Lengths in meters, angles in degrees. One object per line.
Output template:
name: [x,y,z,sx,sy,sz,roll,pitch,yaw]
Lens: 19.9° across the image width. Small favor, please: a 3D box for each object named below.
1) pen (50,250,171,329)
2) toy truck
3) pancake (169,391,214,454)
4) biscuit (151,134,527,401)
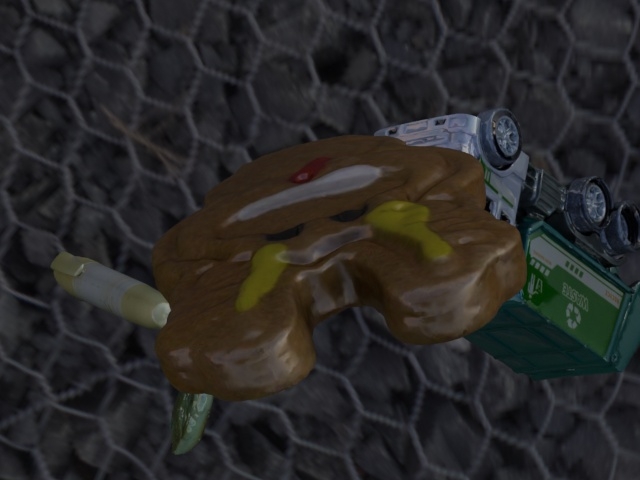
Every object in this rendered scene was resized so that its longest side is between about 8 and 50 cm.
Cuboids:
pen: [-0.155,0.034,1.334,0.040,0.233,0.032,41,79,-22]
toy truck: [0.136,0.008,1.264,0.114,0.253,0.124,-10,61,40]
pancake: [-0.083,0.085,1.282,0.022,0.116,0.129,16,48,-7]
biscuit: [-0.001,-0.003,0.928,0.186,0.295,0.044,-15,108,-4]
